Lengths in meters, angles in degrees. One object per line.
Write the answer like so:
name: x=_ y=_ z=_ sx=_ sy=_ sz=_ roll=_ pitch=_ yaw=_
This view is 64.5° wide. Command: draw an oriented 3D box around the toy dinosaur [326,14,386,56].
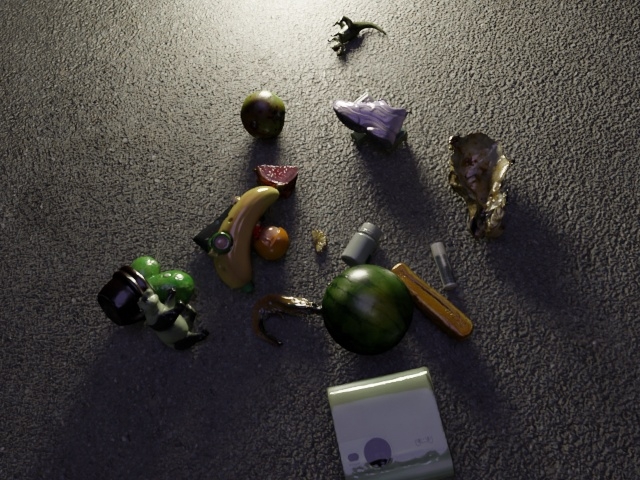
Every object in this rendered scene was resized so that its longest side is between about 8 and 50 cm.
toy dinosaur: x=0.120 y=-0.732 z=1.858 sx=0.179 sy=0.087 sz=0.187 roll=30 pitch=88 yaw=-20

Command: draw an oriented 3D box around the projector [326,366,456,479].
projector: x=0.164 y=0.462 z=1.224 sx=0.249 sy=0.248 sz=0.248 roll=-13 pitch=66 yaw=1

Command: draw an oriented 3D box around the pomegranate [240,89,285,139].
pomegranate: x=-0.186 y=-0.431 z=1.705 sx=0.159 sy=0.159 sz=0.205 roll=4 pitch=43 yaw=8

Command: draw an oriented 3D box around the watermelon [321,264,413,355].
watermelon: x=0.124 y=0.184 z=1.355 sx=0.242 sy=0.242 sz=0.242 roll=-2 pitch=67 yaw=6

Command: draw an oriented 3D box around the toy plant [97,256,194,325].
toy plant: x=-0.514 y=0.145 z=1.491 sx=0.218 sy=0.175 sz=0.235 roll=32 pitch=49 yaw=24

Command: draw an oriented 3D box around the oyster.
oyster: x=0.489 y=-0.168 z=1.516 sx=0.198 sy=0.133 sz=0.337 roll=-9 pitch=69 yaw=0

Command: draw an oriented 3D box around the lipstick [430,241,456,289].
lipstick: x=0.359 y=0.075 z=1.478 sx=0.040 sy=0.040 sz=0.141 roll=-13 pitch=66 yaw=1

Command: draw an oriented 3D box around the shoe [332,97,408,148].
shoe: x=0.158 y=-0.405 z=1.619 sx=0.245 sy=0.095 sz=0.137 roll=34 pitch=82 yaw=18

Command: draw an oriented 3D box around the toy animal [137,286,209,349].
toy animal: x=-0.421 y=0.218 z=1.424 sx=0.121 sy=0.225 sz=0.094 roll=-36 pitch=42 yaw=-9

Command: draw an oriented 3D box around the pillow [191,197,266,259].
pillow: x=-0.287 y=-0.034 z=1.593 sx=0.141 sy=0.055 sz=0.208 roll=38 pitch=75 yaw=26

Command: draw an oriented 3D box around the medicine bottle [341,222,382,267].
medicine bottle: x=0.125 y=0.017 z=1.507 sx=0.080 sy=0.080 sz=0.130 roll=28 pitch=73 yaw=17

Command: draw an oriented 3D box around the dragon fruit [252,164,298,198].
dragon fruit: x=-0.141 y=-0.178 z=1.615 sx=0.147 sy=0.102 sz=0.096 roll=-2 pitch=69 yaw=1

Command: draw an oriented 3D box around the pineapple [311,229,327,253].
pineapple: x=0.000 y=0.000 z=1.562 sx=0.045 sy=0.019 sz=0.083 roll=-14 pitch=64 yaw=4

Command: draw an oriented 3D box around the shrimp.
shrimp: x=-0.096 y=0.229 z=1.462 sx=0.219 sy=0.046 sz=0.152 roll=1 pitch=67 yaw=11

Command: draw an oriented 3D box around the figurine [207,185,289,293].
figurine: x=-0.198 y=-0.009 z=1.508 sx=0.222 sy=0.124 sz=0.324 roll=29 pitch=76 yaw=-10

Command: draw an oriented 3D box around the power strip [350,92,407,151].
power strip: x=0.170 y=-0.375 z=1.685 sx=0.145 sy=0.061 sz=0.215 roll=-37 pitch=67 yaw=-2

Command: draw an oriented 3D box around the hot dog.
hot dog: x=0.308 y=0.172 z=1.431 sx=0.088 sy=0.061 sz=0.286 roll=-37 pitch=67 yaw=-13
